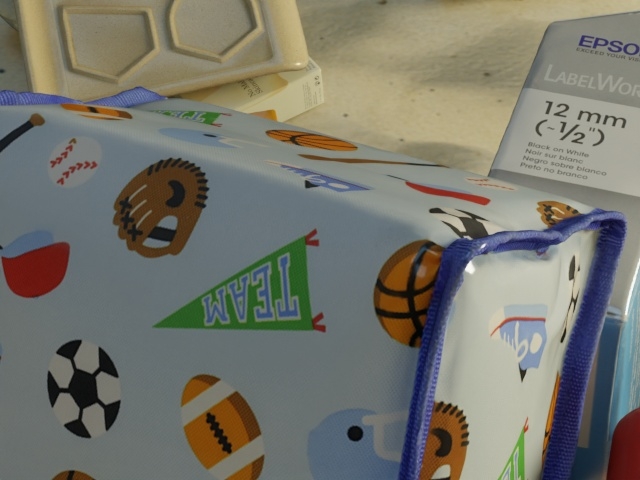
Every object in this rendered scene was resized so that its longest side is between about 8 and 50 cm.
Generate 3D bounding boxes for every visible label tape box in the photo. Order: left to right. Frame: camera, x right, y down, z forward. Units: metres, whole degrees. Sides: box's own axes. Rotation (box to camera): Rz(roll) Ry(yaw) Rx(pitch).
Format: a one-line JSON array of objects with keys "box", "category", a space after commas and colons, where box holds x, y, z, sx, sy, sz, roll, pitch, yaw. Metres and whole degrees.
[{"box": [0.183, -0.007, 1.068, 0.115, 0.249, 0.348, 11, 50, 15], "category": "label tape box"}]

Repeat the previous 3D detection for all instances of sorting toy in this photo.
[{"box": [-0.130, -0.167, 1.316, 0.229, 0.041, 0.307, -11, 68, -6], "category": "sorting toy"}]

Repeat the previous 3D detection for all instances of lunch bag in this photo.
[{"box": [-0.056, 0.138, 0.839, 0.327, 0.386, 0.239, 18, 14, 30], "category": "lunch bag"}]

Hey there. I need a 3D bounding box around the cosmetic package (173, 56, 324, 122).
[{"box": [-0.061, -0.123, 1.343, 0.115, 0.041, 0.060, -28, 51, -18], "category": "cosmetic package"}]

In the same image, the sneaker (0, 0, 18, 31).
[{"box": [-0.178, -0.197, 1.405, 0.237, 0.085, 0.086, 20, 8, 10], "category": "sneaker"}]

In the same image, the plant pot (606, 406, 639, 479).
[{"box": [0.232, 0.188, 0.815, 0.191, 0.191, 0.174, 9, 65, 14], "category": "plant pot"}]
